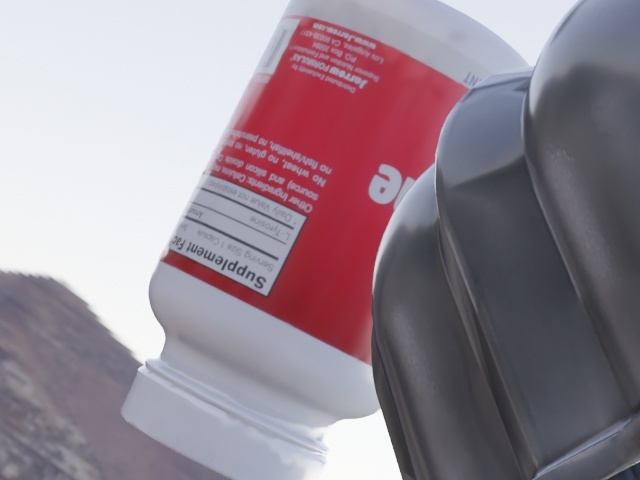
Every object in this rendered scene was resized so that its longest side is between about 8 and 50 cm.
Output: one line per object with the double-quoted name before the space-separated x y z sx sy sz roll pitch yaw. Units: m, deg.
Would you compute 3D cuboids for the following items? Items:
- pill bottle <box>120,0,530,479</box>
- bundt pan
"pill bottle" 0.000 0.000 1.216 0.229 0.407 0.229 26 -3 2
"bundt pan" 0.155 -0.010 0.445 0.331 0.331 0.124 73 -8 -69
